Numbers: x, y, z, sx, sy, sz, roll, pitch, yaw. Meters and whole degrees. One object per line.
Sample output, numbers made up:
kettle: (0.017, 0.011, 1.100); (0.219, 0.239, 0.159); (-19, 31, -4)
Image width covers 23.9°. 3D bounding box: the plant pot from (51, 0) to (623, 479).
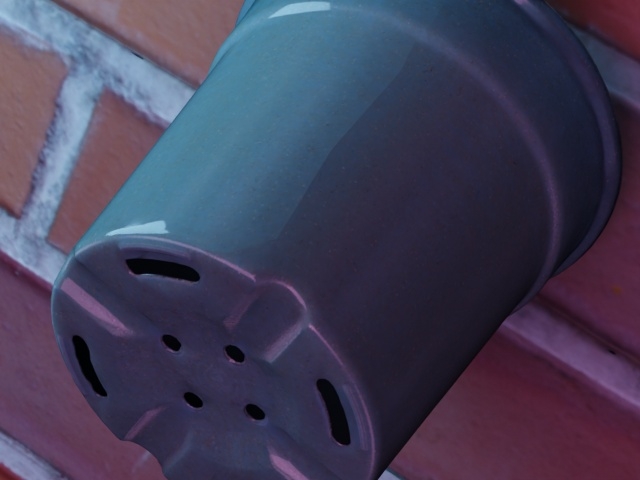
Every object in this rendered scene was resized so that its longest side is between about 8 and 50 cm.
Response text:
plant pot: (0.000, 0.000, 1.098); (0.341, 0.334, 0.341); (20, 135, 21)
